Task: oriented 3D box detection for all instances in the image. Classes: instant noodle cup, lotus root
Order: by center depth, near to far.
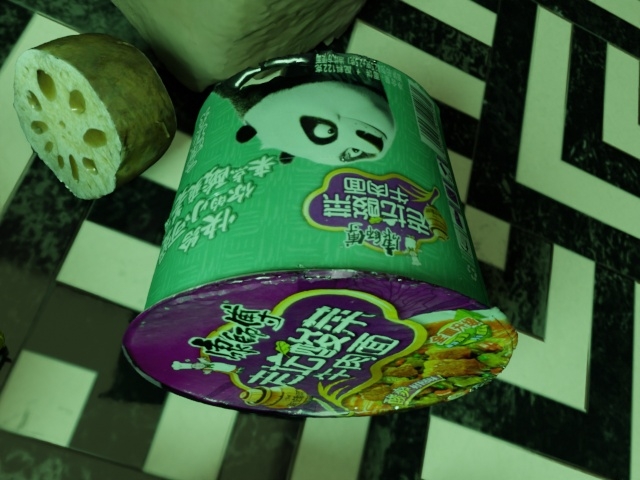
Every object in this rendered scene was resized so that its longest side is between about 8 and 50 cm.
[{"bbox_3d":[0.000,0.000,0.464,0.251,0.251,0.190,12,57,-18],"label":"instant noodle cup"},{"bbox_3d":[-0.170,-0.100,0.497,0.081,0.112,0.122,-37,85,-36],"label":"lotus root"}]

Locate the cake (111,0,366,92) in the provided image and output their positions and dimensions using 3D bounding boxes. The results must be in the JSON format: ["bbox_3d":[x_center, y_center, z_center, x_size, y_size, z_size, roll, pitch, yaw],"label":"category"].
[{"bbox_3d":[-0.082,-0.315,0.554,0.237,0.230,0.309,-38,87,-28],"label":"cake"}]

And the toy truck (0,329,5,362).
[{"bbox_3d":[-0.246,0.085,0.424,0.049,0.054,0.083,27,61,-10],"label":"toy truck"}]
